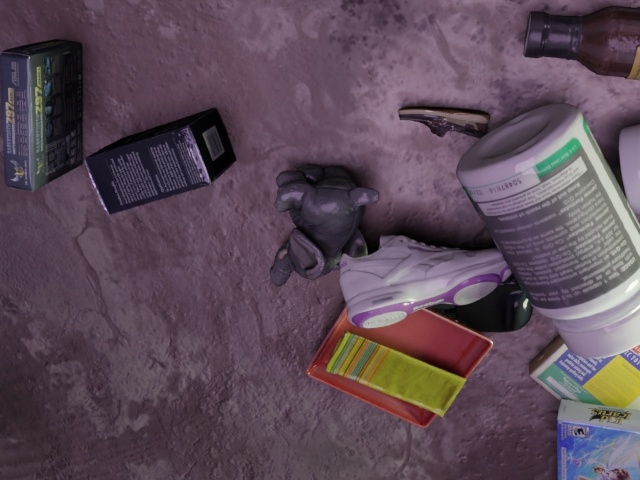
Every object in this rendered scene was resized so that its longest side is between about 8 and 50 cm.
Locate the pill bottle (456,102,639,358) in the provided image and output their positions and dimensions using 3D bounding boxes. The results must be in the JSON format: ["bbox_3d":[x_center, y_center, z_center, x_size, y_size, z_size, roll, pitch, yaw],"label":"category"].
[{"bbox_3d":[0.379,-0.010,1.272,0.204,0.204,0.361,-27,106,19],"label":"pill bottle"}]

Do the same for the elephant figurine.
[{"bbox_3d":[0.000,0.000,1.438,0.169,0.186,0.240,-2,112,-7],"label":"elephant figurine"}]

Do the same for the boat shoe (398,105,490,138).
[{"bbox_3d":[0.203,-0.195,1.373,0.152,0.056,0.049,6,106,9],"label":"boat shoe"}]

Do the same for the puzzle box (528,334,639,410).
[{"bbox_3d":[0.612,0.262,1.457,0.409,0.052,0.272,39,113,-4],"label":"puzzle box"}]

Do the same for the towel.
[{"bbox_3d":[0.133,0.242,1.489,0.237,0.021,0.102,22,126,-4],"label":"towel"}]

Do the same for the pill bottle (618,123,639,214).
[{"bbox_3d":[0.628,-0.130,1.219,0.333,0.188,0.188,-8,109,31],"label":"pill bottle"}]

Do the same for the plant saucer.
[{"bbox_3d":[0.138,0.201,1.502,0.259,0.048,0.259,25,125,-6],"label":"plant saucer"}]

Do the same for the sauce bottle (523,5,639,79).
[{"bbox_3d":[0.485,-0.299,1.249,0.344,0.111,0.112,9,111,8],"label":"sauce bottle"}]

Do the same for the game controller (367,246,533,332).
[{"bbox_3d":[0.218,0.091,1.481,0.318,0.067,0.167,0,124,12],"label":"game controller"}]

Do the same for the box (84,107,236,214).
[{"bbox_3d":[-0.276,-0.140,1.441,0.207,0.153,0.108,-15,107,17],"label":"box"}]

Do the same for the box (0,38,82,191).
[{"bbox_3d":[-0.481,-0.222,1.436,0.059,0.183,0.233,9,112,8],"label":"box"}]

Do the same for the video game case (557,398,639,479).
[{"bbox_3d":[0.550,0.417,1.470,0.244,0.061,0.270,3,123,22],"label":"video game case"}]

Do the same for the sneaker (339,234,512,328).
[{"bbox_3d":[0.176,0.039,1.359,0.304,0.152,0.114,-13,152,-11],"label":"sneaker"}]
